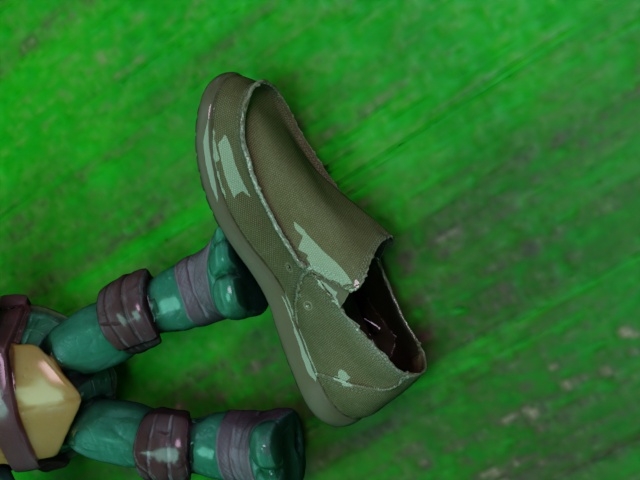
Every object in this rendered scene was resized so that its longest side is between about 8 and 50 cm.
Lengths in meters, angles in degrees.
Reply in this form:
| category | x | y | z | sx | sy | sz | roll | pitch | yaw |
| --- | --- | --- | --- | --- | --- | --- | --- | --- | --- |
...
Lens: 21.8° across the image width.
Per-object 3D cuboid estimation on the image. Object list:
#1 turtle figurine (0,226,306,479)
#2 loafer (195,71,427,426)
| category | x | y | z | sx | sy | sz | roll | pitch | yaw |
| --- | --- | --- | --- | --- | --- | --- | --- | --- | --- |
| turtle figurine | -0.130 | 0.069 | 0.685 | 0.234 | 0.118 | 0.175 | -12 | 115 | 12 |
| loafer | 0.000 | 0.000 | 0.638 | 0.050 | 0.056 | 0.148 | -16 | 108 | 28 |
